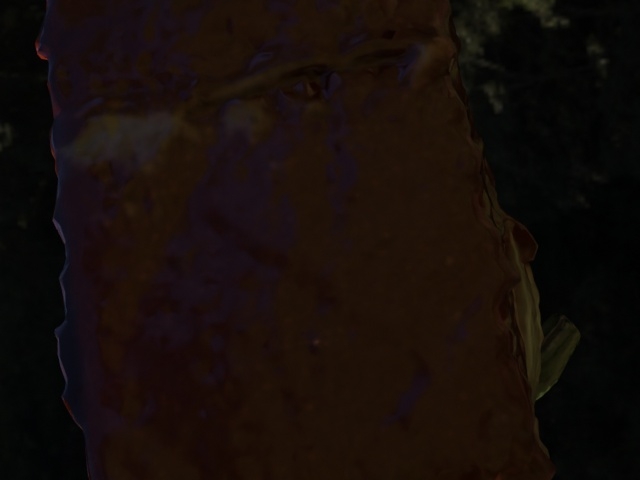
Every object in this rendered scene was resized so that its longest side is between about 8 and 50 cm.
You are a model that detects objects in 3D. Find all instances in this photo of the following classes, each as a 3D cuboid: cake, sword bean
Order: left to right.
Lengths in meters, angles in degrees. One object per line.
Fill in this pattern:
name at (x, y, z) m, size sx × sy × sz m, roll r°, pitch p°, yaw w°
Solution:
cake at (0.000, 0.000, 0.428) m, size 0.177 × 0.151 × 0.282 m, roll 38°, pitch -142°, yaw -69°
sword bean at (0.121, 0.147, 0.947) m, size 0.043 × 0.269 × 0.038 m, roll 34°, pitch 147°, yaw 31°
